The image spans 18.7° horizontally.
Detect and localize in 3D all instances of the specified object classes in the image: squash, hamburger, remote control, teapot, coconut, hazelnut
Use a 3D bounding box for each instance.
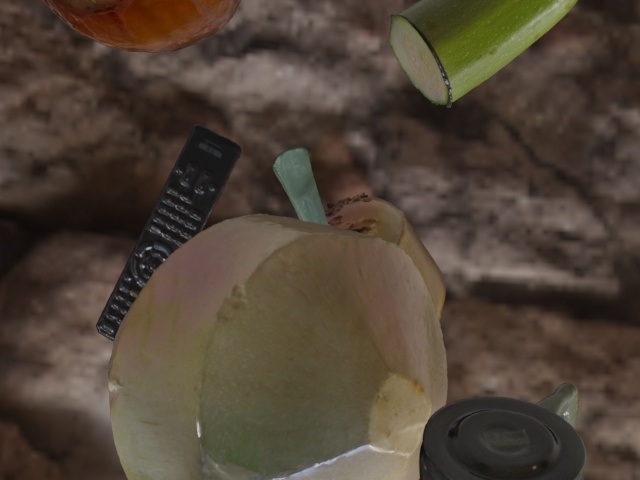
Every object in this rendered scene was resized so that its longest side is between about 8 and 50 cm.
[{"bbox_3d":[0.156,-0.199,1.669,0.188,0.095,0.095,-33,160,-15],"label":"squash"},{"bbox_3d":[-0.003,0.083,2.127,0.176,0.300,0.300,40,144,-17],"label":"hamburger"},{"bbox_3d":[-0.155,0.001,2.005,0.063,0.245,0.025,29,-175,21],"label":"remote control"},{"bbox_3d":[0.111,0.143,1.101,0.124,0.092,0.091,-12,126,-28],"label":"teapot"},{"bbox_3d":[-0.024,0.109,1.425,0.259,0.259,0.259,4,155,2],"label":"coconut"},{"bbox_3d":[-0.138,-0.231,1.395,0.176,0.214,0.214,-21,152,2],"label":"hazelnut"}]

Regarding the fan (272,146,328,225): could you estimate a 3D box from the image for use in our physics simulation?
[{"bbox_3d":[0.000,0.000,1.926,0.038,0.193,0.016,-23,-172,-17],"label":"fan"}]
